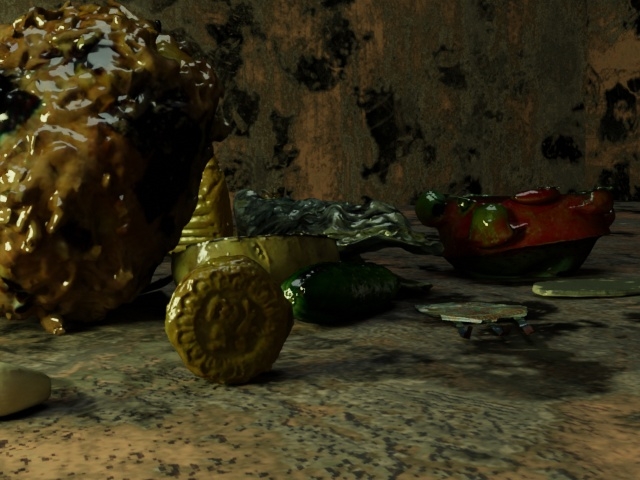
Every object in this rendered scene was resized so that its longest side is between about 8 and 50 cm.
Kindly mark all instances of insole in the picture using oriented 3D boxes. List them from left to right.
[{"bbox_3d":[0.381,0.059,1.117,0.247,0.011,0.081,-1,8,-13],"label":"insole"}]

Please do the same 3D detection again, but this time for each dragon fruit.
[{"bbox_3d":[0.287,-0.017,1.308,0.295,0.130,0.268,-1,5,5],"label":"dragon fruit"}]

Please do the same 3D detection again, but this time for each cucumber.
[{"bbox_3d":[0.030,0.054,0.973,0.069,0.069,0.227,2,2,32],"label":"cucumber"}]

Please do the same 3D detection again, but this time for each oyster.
[{"bbox_3d":[-0.002,0.000,1.196,0.351,0.158,0.162,19,-18,40],"label":"oyster"}]

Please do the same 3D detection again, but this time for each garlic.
[{"bbox_3d":[-0.228,0.102,0.613,0.083,0.041,0.053,5,-11,-22],"label":"garlic"}]

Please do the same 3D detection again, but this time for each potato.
[{"bbox_3d":[-0.067,0.043,0.993,0.200,0.081,0.164,-2,-11,-42],"label":"potato"}]

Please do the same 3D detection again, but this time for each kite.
[{"bbox_3d":[-0.198,0.050,1.118,0.160,0.010,0.183,-19,-3,-24],"label":"kite"},{"bbox_3d":[0.165,0.081,0.923,0.127,0.016,0.229,-4,2,4],"label":"kite"}]

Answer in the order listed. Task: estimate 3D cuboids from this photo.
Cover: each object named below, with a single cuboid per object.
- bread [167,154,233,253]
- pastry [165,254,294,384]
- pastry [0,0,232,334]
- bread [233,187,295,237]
[{"bbox_3d":[-0.246,-0.085,1.660,0.139,0.240,0.240,-13,8,-14],"label":"bread"},{"bbox_3d":[-0.072,0.061,0.699,0.109,0.097,0.057,-2,5,-23],"label":"pastry"},{"bbox_3d":[-0.287,-0.074,0.983,0.292,0.405,0.337,43,4,-43],"label":"pastry"},{"bbox_3d":[-0.099,-0.013,1.741,0.152,0.127,0.147,-39,23,-20],"label":"bread"}]
